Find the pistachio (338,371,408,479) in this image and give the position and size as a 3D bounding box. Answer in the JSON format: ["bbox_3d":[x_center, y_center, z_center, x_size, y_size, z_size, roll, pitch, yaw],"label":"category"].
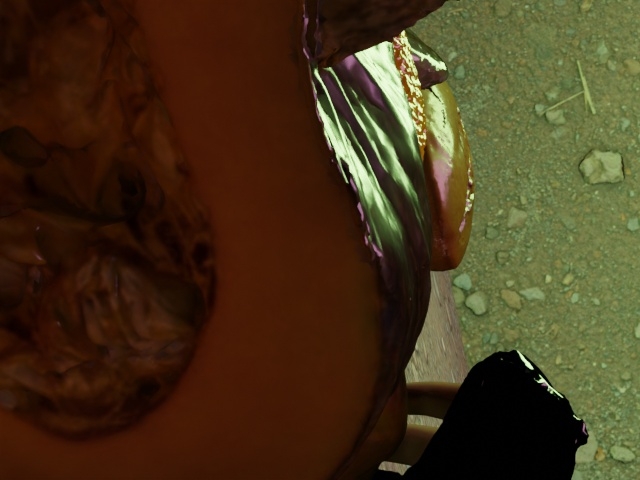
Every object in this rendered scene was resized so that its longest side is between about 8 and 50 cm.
[{"bbox_3d":[0.013,0.085,1.355,0.110,0.100,0.189,-50,125,-54],"label":"pistachio"}]

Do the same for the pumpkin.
[{"bbox_3d":[-0.052,-0.092,0.657,0.232,0.242,0.325,-69,151,-62],"label":"pumpkin"}]

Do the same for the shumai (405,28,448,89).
[{"bbox_3d":[0.004,-0.161,1.711,0.201,0.120,0.201,32,11,-7],"label":"shumai"}]

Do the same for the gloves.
[{"bbox_3d":[0.088,0.192,1.436,0.152,0.197,0.301,38,-21,-14],"label":"gloves"}]

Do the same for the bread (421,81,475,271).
[{"bbox_3d":[0.093,-0.087,2.159,0.195,0.142,0.270,69,8,-48],"label":"bread"}]

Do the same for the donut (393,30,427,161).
[{"bbox_3d":[-0.014,-0.137,1.390,0.303,0.110,0.303,-19,90,-74],"label":"donut"}]
